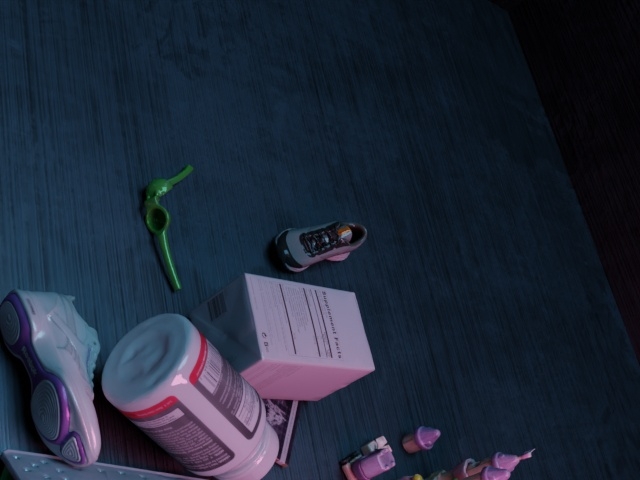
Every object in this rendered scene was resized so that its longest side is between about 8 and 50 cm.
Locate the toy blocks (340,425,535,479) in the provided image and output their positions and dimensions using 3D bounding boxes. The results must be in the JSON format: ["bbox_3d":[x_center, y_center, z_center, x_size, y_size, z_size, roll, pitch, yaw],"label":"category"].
[{"bbox_3d":[0.268,0.502,1.809,0.289,0.260,0.308,-21,81,-52],"label":"toy blocks"}]

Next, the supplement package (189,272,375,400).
[{"bbox_3d":[-0.072,0.192,1.696,0.293,0.177,0.175,13,52,-44],"label":"supplement package"}]

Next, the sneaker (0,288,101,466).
[{"bbox_3d":[-0.390,0.203,1.398,0.152,0.114,0.305,0,57,-51],"label":"sneaker"}]

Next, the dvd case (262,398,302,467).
[{"bbox_3d":[-0.132,0.312,1.702,0.221,0.018,0.164,37,40,-23],"label":"dvd case"}]

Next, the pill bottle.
[{"bbox_3d":[-0.201,0.279,1.475,0.318,0.176,0.176,54,32,-37],"label":"pill bottle"}]

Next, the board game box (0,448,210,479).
[{"bbox_3d":[-0.227,0.426,1.268,0.390,0.390,0.050,21,91,-37],"label":"board game box"}]

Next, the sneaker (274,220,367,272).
[{"bbox_3d":[0.000,0.000,2.002,0.272,0.108,0.100,-13,76,-50],"label":"sneaker"}]

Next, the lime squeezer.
[{"bbox_3d":[-0.307,-0.051,1.755,0.110,0.059,0.310,61,21,-50],"label":"lime squeezer"}]
